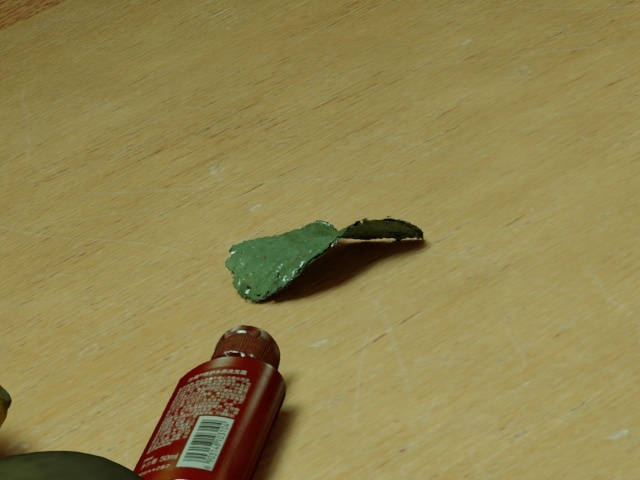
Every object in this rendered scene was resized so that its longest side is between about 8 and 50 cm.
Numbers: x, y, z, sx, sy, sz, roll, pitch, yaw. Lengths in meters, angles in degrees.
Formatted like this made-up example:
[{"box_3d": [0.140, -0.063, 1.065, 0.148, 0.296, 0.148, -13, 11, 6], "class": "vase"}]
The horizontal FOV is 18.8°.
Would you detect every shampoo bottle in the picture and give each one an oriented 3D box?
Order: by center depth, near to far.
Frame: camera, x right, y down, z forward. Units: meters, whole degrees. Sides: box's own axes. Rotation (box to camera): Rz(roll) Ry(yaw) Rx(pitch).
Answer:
[{"box_3d": [-0.105, 0.186, 1.888, 0.118, 0.076, 0.314, -13, 22, 17], "class": "shampoo bottle"}]

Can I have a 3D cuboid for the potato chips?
[{"box_3d": [0.004, 0.007, 2.258, 0.228, 0.059, 0.167, -21, 12, -5], "class": "potato chips"}]

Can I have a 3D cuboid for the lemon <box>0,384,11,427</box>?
[{"box_3d": [-0.433, 0.184, 2.031, 0.193, 0.181, 0.180, -14, 20, 37], "class": "lemon"}]

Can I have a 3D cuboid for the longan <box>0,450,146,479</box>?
[{"box_3d": [-0.213, 0.283, 1.512, 0.258, 0.258, 0.258, -16, 22, 7], "class": "longan"}]
